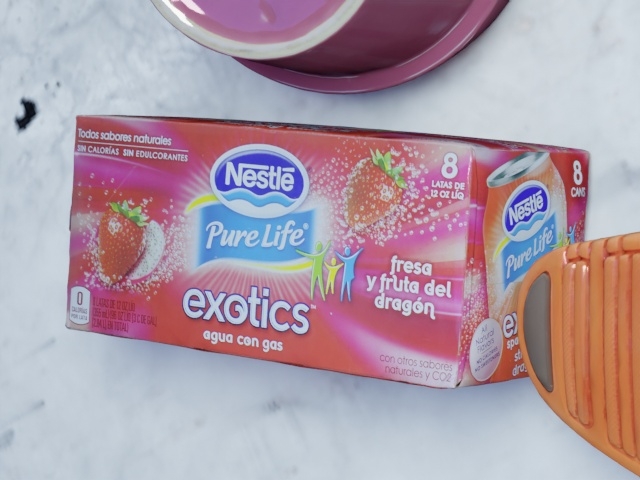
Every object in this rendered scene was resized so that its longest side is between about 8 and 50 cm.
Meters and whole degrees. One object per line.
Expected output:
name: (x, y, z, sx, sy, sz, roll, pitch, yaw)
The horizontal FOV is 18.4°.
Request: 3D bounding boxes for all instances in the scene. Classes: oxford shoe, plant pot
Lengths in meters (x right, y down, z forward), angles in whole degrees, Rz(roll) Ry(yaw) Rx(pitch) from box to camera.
oxford shoe: (0.257, 0.056, 0.879, 0.364, 0.133, 0.130, 9, 107, 38)
plant pot: (-0.006, -0.165, 0.985, 0.201, 0.180, 0.201, 4, 103, 17)

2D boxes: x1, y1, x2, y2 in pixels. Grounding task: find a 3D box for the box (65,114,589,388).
box: (0.000, 0.000, 1.050, 0.257, 0.128, 0.122, 6, 95, 35)
